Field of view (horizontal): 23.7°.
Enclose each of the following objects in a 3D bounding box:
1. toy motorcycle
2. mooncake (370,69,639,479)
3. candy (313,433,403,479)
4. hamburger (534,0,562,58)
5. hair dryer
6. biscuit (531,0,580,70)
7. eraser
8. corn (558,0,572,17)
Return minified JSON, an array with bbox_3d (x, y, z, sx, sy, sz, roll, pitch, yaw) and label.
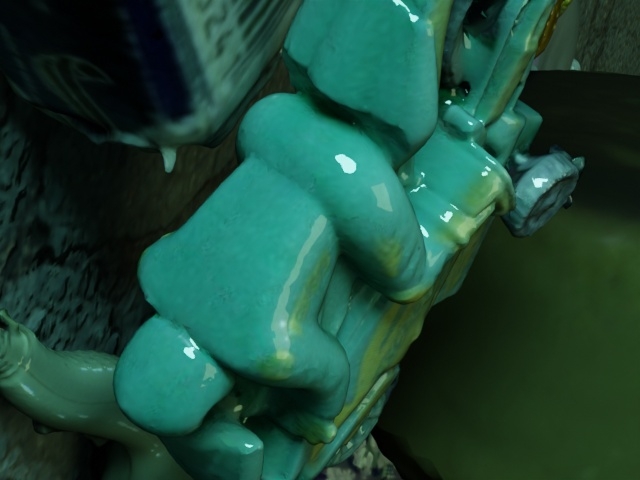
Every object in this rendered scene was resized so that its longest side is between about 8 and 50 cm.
[{"bbox_3d":[0.001,-0.002,0.585,0.198,0.109,0.296,-22,143,-51],"label":"toy motorcycle"},{"bbox_3d":[0.206,0.040,0.939,0.394,0.393,0.246,-10,119,-43],"label":"mooncake"},{"bbox_3d":[0.034,0.160,1.065,0.275,0.070,0.145,22,79,-63],"label":"candy"},{"bbox_3d":[0.109,-0.178,0.950,0.138,0.083,0.147,-15,118,-62],"label":"hamburger"},{"bbox_3d":[-0.102,0.123,0.688,0.225,0.088,0.219,-4,116,-55],"label":"hair dryer"},{"bbox_3d":[0.159,-0.111,1.191,0.181,0.049,0.208,-17,122,-65],"label":"biscuit"},{"bbox_3d":[-0.072,-0.169,0.450,0.155,0.101,0.332,-61,157,-23],"label":"eraser"},{"bbox_3d":[0.166,-0.262,1.035,0.080,0.080,0.231,-37,143,-58],"label":"corn"}]
